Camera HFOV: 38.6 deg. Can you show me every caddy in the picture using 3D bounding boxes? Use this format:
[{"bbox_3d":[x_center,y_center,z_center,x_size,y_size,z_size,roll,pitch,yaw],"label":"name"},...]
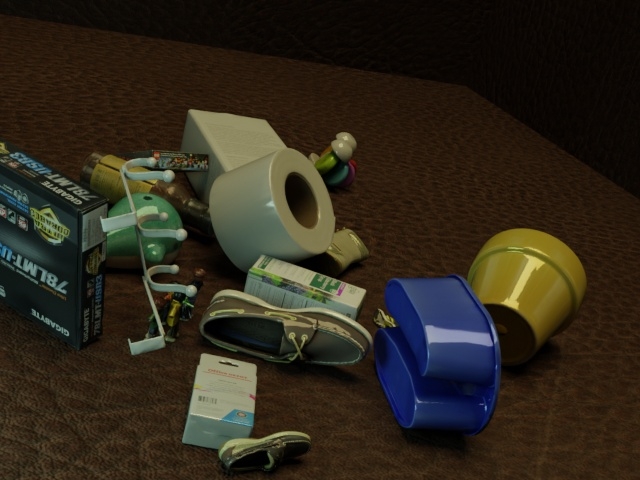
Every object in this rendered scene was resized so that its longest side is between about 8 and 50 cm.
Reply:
[{"bbox_3d":[0.227,0.205,1.690,0.179,0.241,0.341,4,26,-15],"label":"caddy"}]

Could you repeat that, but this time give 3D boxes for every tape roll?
[{"bbox_3d":[-0.104,-0.062,2.007,0.169,0.246,0.246,-19,7,28],"label":"tape roll"}]

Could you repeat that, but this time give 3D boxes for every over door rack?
[{"bbox_3d":[-0.281,0.013,1.549,0.108,0.239,0.324,-9,22,-2],"label":"over door rack"}]

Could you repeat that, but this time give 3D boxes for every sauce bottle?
[{"bbox_3d":[-0.394,-0.103,2.141,0.344,0.111,0.111,24,25,14],"label":"sauce bottle"}]

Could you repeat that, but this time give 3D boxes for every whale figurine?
[{"bbox_3d":[-0.407,-0.019,1.904,0.216,0.141,0.272,31,28,30],"label":"whale figurine"}]

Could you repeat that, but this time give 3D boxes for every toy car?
[{"bbox_3d":[0.045,-0.218,2.667,0.136,0.159,0.182,51,21,-10],"label":"toy car"}]

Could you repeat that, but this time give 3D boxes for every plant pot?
[{"bbox_3d":[0.424,0.137,1.986,0.254,0.254,0.239,23,39,17],"label":"plant pot"}]

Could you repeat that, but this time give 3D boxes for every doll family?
[{"bbox_3d":[-0.270,0.118,1.724,0.076,0.111,0.193,16,23,-1],"label":"doll family"}]

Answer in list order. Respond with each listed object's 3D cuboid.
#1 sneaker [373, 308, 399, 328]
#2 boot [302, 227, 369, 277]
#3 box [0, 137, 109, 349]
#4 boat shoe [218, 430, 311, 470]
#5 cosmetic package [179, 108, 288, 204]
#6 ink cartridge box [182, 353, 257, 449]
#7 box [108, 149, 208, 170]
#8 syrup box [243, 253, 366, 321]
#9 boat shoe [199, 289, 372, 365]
[{"bbox_3d":[0.144,0.177,1.966,0.035,0.031,0.083,15,24,-39],"label":"sneaker"},{"bbox_3d":[0.000,0.000,2.197,0.213,0.077,0.165,35,29,20],"label":"boot"},{"bbox_3d":[-0.502,0.003,1.602,0.296,0.293,0.073,28,34,23],"label":"box"},{"bbox_3d":[-0.083,0.338,1.437,0.152,0.056,0.049,-5,34,-20],"label":"boat shoe"},{"bbox_3d":[-0.200,-0.176,2.357,0.230,0.161,0.453,5,26,-24],"label":"cosmetic package"},{"bbox_3d":[-0.164,0.268,1.520,0.104,0.061,0.181,13,24,-7],"label":"ink cartridge box"},{"bbox_3d":[-0.409,-0.194,2.280,0.159,0.044,0.233,1,1,-41],"label":"box"},{"bbox_3d":[-0.034,0.120,1.890,0.237,0.096,0.093,18,25,8],"label":"syrup box"},{"bbox_3d":[-0.067,0.180,1.721,0.324,0.116,0.096,15,28,7],"label":"boat shoe"}]
